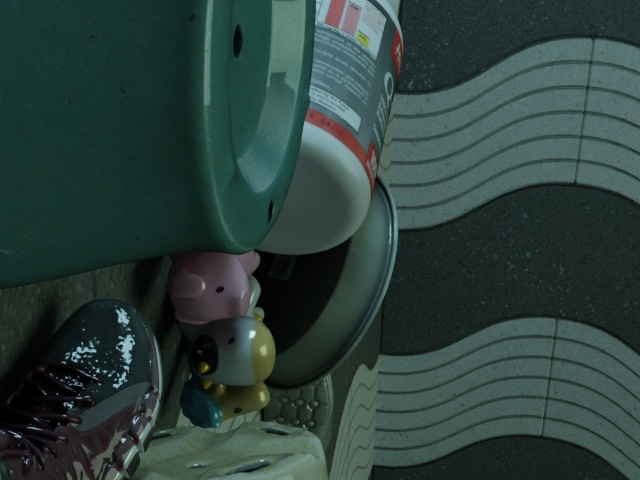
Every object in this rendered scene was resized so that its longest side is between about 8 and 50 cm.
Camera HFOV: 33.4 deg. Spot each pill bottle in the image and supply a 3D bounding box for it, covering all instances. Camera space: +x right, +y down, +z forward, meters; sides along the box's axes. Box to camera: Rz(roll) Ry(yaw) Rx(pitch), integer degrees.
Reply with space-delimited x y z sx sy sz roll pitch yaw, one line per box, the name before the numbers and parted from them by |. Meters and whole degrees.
pill bottle | -0.018 -0.181 1.213 0.210 0.210 0.362 83 17 -51

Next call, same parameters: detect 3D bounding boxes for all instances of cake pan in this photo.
cake pan | -0.025 0.035 1.289 0.054 0.293 0.293 25 64 -32

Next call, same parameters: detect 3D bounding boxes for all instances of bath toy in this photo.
bath toy | -0.117 0.043 1.081 0.129 0.151 0.348 -35 142 -27

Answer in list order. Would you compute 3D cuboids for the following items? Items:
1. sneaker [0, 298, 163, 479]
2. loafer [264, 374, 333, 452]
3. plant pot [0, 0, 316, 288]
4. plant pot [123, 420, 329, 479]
sneaker | -0.196 0.134 0.739 0.162 0.107 0.281 76 23 -54
loafer | -0.035 0.293 1.726 0.111 0.112 0.319 -77 176 -58
plant pot | -0.141 -0.099 0.471 0.272 0.255 0.271 6 90 -80
plant pot | -0.091 0.333 0.942 0.334 0.334 0.305 -24 109 -78
